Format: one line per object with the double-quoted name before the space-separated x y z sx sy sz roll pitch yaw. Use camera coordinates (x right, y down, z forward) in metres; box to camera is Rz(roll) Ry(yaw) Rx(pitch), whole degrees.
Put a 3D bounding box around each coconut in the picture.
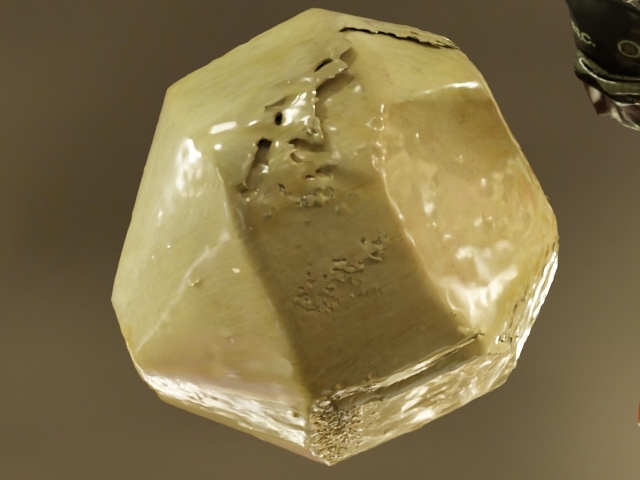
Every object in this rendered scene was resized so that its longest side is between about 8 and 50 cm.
"coconut" 0.000 0.000 1.011 0.353 0.352 0.352 -5 -47 -5

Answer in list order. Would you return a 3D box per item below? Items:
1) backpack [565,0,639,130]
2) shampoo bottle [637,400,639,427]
"backpack" 0.236 -0.146 0.953 0.106 0.120 0.165 -53 -48 -7
"shampoo bottle" 0.310 0.088 0.663 0.278 0.104 0.104 16 -47 10
